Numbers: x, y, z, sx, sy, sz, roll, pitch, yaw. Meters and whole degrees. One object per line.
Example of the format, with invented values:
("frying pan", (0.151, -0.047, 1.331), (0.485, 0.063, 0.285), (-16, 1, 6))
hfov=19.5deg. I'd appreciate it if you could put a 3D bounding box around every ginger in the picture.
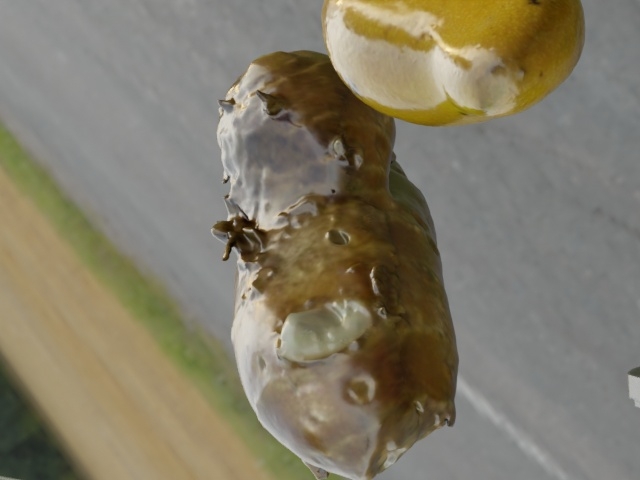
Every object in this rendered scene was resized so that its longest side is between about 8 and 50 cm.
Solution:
("ginger", (0.000, 0.000, 1.504), (0.254, 0.176, 0.418), (56, -158, -36))

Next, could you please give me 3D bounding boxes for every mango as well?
("mango", (0.095, -0.140, 1.284), (0.262, 0.157, 0.109), (46, 163, 55))

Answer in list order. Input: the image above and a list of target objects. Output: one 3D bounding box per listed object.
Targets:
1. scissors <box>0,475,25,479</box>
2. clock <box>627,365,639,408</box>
("scissors", (-0.286, 0.185, 1.468), (0.119, 0.014, 0.058), (11, 172, -6))
("clock", (0.383, 0.107, 1.309), (0.279, 0.273, 0.049), (-170, 74, -81))
